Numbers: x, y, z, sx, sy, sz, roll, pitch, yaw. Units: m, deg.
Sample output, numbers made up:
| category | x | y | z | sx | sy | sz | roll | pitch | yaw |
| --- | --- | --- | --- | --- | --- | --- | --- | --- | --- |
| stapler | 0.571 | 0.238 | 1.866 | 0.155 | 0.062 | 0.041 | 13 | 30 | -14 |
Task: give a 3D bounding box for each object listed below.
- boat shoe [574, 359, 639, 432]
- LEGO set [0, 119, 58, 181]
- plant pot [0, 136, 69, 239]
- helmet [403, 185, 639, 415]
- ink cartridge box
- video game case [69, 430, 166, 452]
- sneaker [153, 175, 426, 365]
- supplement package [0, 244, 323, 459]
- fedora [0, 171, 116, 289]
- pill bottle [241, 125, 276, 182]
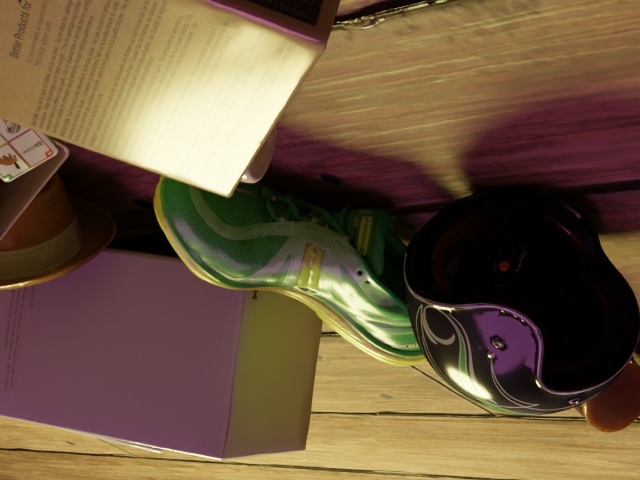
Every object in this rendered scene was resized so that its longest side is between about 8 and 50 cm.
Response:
| category | x | y | z | sx | sy | sz | roll | pitch | yaw |
| --- | --- | --- | --- | --- | --- | --- | --- | --- | --- |
| boat shoe | 0.243 | 0.110 | 1.395 | 0.073 | 0.073 | 0.207 | 49 | 180 | 39 |
| LEGO set | -0.273 | -0.132 | 1.099 | 0.182 | 0.060 | 0.244 | -30 | 143 | 4 |
| plant pot | -0.284 | -0.080 | 1.218 | 0.109 | 0.109 | 0.096 | 31 | -163 | -36 |
| helmet | 0.155 | 0.055 | 1.171 | 0.169 | 0.169 | 0.161 | 0 | 139 | 38 |
| ink cartridge box | -0.107 | -0.134 | 0.950 | 0.193 | 0.088 | 0.235 | 21 | 154 | -10 |
| video game case | -0.285 | 0.199 | 1.903 | 0.300 | 0.036 | 0.329 | 12 | -178 | 12 |
| sneaker | 0.000 | 0.000 | 1.265 | 0.295 | 0.109 | 0.123 | 26 | 137 | -21 |
| supplement package | -0.168 | 0.099 | 1.449 | 0.293 | 0.175 | 0.177 | 7 | 178 | 25 |
| fedora | -0.281 | -0.025 | 1.369 | 0.194 | 0.194 | 0.079 | 7 | 119 | 25 |
| pill bottle | -0.098 | -0.084 | 1.132 | 0.120 | 0.067 | 0.067 | 10 | 159 | 16 |
